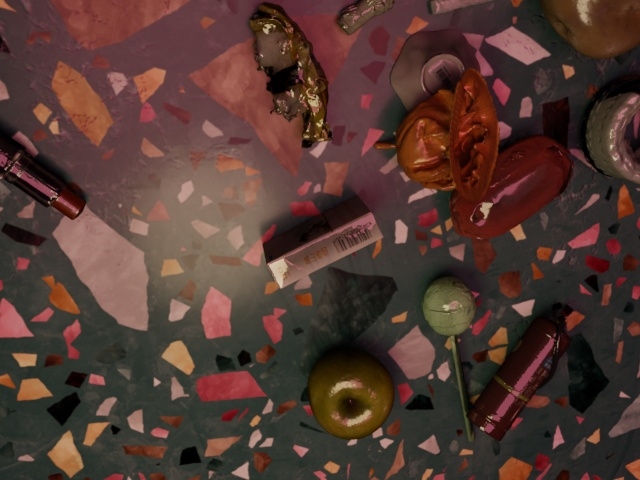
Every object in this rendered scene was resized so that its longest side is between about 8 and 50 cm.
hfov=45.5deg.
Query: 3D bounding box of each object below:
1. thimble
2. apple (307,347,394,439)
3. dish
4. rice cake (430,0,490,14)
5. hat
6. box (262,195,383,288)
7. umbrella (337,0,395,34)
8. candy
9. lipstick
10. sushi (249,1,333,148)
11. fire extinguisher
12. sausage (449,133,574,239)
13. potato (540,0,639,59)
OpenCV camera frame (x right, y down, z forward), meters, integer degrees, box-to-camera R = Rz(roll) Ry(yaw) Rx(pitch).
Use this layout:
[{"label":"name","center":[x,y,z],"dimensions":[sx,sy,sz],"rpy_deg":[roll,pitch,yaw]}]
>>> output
[{"label":"thimble","center":[0.671,-0.223,1.582],"dimensions":[0.237,0.150,0.237],"rpy_deg":[-3,108,-8]},{"label":"apple","center":[0.065,0.327,1.657],"dimensions":[0.196,0.157,0.196],"rpy_deg":[-2,106,-7]},{"label":"dish","center":[0.240,-0.331,1.533],"dimensions":[0.191,0.066,0.190],"rpy_deg":[-2,107,-7]},{"label":"rice cake","center":[0.301,-0.483,1.516],"dimensions":[0.171,0.029,0.033],"rpy_deg":[-15,105,-3]},{"label":"hat","center":[0.203,-0.202,1.513],"dimensions":[0.233,0.233,0.244],"rpy_deg":[2,125,37]},{"label":"box","center":[-0.001,0.000,1.555],"dimensions":[0.233,0.149,0.067],"rpy_deg":[-27,105,1]},{"label":"umbrella","center":[0.096,-0.457,1.479],"dimensions":[0.143,0.067,0.062],"rpy_deg":[-36,79,10]},{"label":"candy","center":[0.310,0.281,1.716],"dimensions":[0.119,0.119,0.440],"rpy_deg":[-14,114,-3]},{"label":"lipstick","center":[-0.585,-0.143,1.469],"dimensions":[0.300,0.081,0.081],"rpy_deg":[39,98,-19]},{"label":"sushi","center":[-0.055,-0.313,1.464],"dimensions":[0.131,0.139,0.291],"rpy_deg":[-16,110,5]},{"label":"fire extinguisher","center":[0.466,0.285,1.714],"dimensions":[0.105,0.141,0.341],"rpy_deg":[36,91,10]},{"label":"sausage","center":[0.390,-0.108,1.576],"dimensions":[0.280,0.152,0.152],"rpy_deg":[-34,108,2]},{"label":"potato","center":[0.538,-0.516,1.439],"dimensions":[0.243,0.221,0.326],"rpy_deg":[-2,117,4]}]
